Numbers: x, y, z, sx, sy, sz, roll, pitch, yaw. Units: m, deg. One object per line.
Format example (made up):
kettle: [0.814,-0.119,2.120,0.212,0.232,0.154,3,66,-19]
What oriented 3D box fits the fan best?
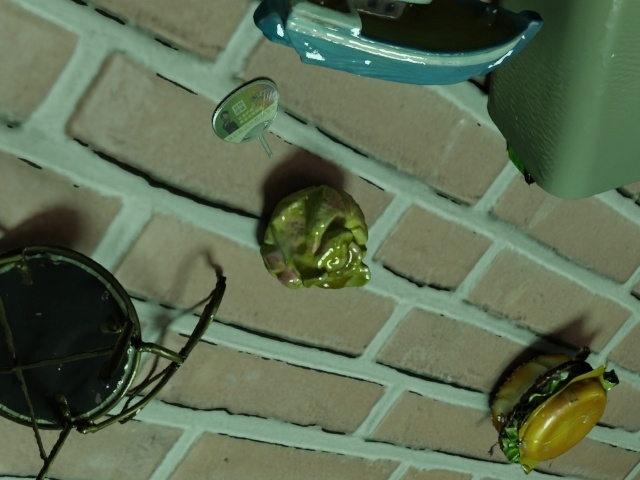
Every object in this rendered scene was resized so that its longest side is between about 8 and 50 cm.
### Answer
fan: [-0.060,-0.093,0.821,0.060,0.003,0.080,-17,134,-27]

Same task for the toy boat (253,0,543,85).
toy boat: [0.064,-0.175,0.747,0.215,0.088,0.102,8,132,-19]

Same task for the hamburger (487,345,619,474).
hamburger: [0.297,0.210,1.325,0.189,0.093,0.164,-22,139,-21]

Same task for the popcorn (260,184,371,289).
popcorn: [-0.001,-0.002,0.894,0.097,0.089,0.109,-36,139,-26]

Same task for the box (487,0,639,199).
box: [0.322,-0.236,0.825,0.351,0.177,0.344,-17,143,-12]

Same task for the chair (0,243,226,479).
chair: [-0.197,0.082,0.771,0.160,0.170,0.326,-57,-177,11]

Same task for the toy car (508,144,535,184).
toy car: [0.262,-0.117,1.019,0.165,0.062,0.071,-26,139,-18]
